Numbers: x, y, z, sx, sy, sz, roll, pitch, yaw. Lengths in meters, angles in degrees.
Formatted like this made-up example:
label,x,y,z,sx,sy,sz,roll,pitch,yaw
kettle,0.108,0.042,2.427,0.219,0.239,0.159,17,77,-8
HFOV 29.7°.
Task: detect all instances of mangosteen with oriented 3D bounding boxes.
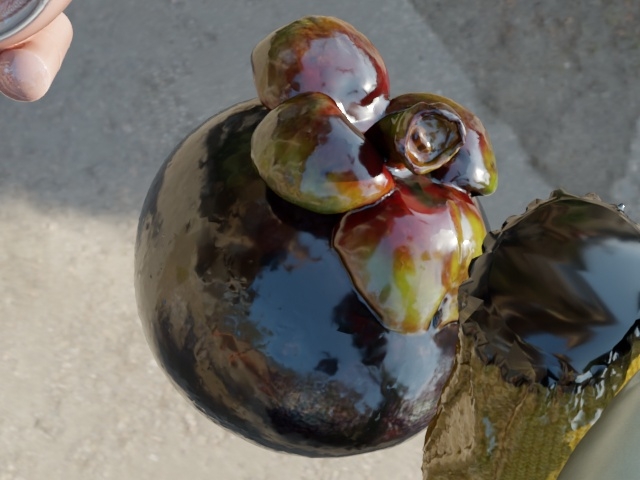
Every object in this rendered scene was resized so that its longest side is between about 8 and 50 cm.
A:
label,x,y,z,sx,sy,sz,roll,pitch,yaw
mangosteen,0.000,0.000,1.171,0.382,0.382,0.435,-26,145,-26

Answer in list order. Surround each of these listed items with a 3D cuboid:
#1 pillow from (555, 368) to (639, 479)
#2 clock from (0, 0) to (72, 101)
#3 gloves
label,x,y,z,sx,sy,sz,roll,pitch,yaw
pillow,0.107,0.146,0.428,0.254,0.078,0.144,79,30,-54
clock,-0.176,-0.170,0.581,0.165,0.093,0.162,17,125,-9
gloves,0.156,0.122,0.773,0.203,0.155,0.356,-54,141,-32
